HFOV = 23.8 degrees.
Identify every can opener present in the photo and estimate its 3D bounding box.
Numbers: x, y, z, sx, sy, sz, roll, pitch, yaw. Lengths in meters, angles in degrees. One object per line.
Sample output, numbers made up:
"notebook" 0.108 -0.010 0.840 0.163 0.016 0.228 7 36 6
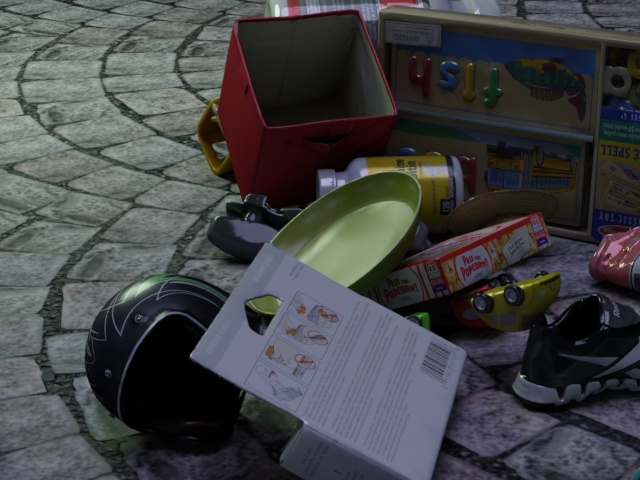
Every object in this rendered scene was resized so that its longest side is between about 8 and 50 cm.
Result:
"can opener" 0.000 0.000 1.893 0.280 0.074 0.093 7 58 20

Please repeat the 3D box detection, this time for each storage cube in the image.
"storage cube" -0.024 -0.171 2.041 0.183 0.193 0.215 -7 58 -17

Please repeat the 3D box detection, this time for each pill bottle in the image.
"pill bottle" 0.089 -0.057 1.962 0.184 0.103 0.103 -2 22 -4
"pill bottle" 0.098 -0.303 2.419 0.363 0.210 0.210 -3 23 -7

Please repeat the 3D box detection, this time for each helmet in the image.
"helmet" -0.147 0.111 1.482 0.161 0.169 0.169 15 22 -4

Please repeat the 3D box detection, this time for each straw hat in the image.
"straw hat" 0.232 -0.007 1.888 0.144 0.144 0.061 -4 65 -9

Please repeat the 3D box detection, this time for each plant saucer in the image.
"plant saucer" 0.023 0.012 1.756 0.241 0.037 0.241 -29 27 16

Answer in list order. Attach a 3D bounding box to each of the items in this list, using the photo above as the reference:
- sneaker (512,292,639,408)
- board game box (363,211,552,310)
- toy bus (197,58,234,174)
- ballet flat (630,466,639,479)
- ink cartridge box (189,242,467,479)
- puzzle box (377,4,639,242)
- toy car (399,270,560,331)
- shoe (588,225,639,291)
"sneaker" 0.309 0.102 1.569 0.234 0.106 0.078 -9 25 -20
"board game box" 0.152 0.028 1.753 0.193 0.045 0.147 -22 3 -44
"toy bus" -0.079 -0.161 2.217 0.202 0.104 0.191 29 55 -7
"ballet flat" 0.420 0.200 1.363 0.342 0.116 0.124 -16 46 -41
"ink cartridge box" 0.008 0.130 1.442 0.239 0.060 0.275 28 26 1
"puzzle box" 0.261 -0.149 1.968 0.409 0.272 0.052 11 24 27
"toy car" 0.133 0.092 1.627 0.225 0.053 0.239 -20 1 -11
"shoe" 0.400 -0.003 1.843 0.081 0.063 0.178 12 42 41
